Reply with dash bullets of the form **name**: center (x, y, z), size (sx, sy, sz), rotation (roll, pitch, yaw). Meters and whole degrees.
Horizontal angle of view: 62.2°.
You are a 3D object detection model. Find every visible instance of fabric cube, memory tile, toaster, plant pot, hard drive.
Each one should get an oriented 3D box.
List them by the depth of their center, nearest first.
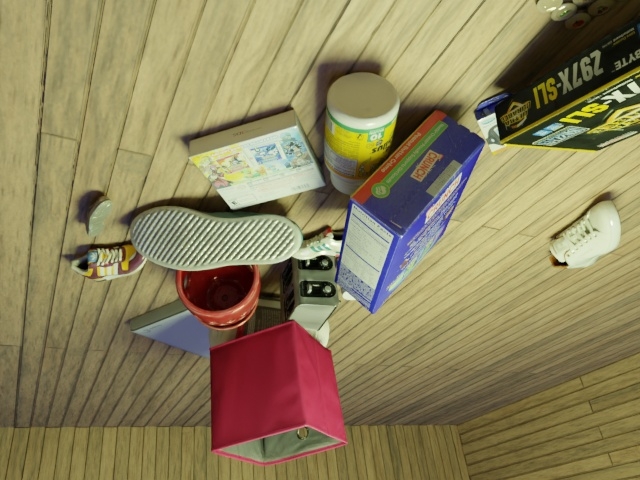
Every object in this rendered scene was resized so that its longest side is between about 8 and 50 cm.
- **memory tile**: center (0.398, -0.361, 0.757), size (0.113, 0.012, 0.148), rotation (14, 157, -32)
- **plant pot**: center (-0.232, 0.114, 1.264), size (0.190, 0.191, 0.174), rotation (-6, 155, -3)
- **fabric cube**: center (-0.109, 0.396, 1.346), size (0.253, 0.258, 0.259), rotation (-21, 144, 15)
- **toaster**: center (-0.032, 0.128, 1.350), size (0.110, 0.168, 0.186), rotation (7, 145, -18)
- **hard drive**: center (-0.368, 0.280, 1.636), size (0.232, 0.047, 0.353), rotation (-22, 145, 22)

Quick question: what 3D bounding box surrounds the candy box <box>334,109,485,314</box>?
- **candy box**: center (0.160, -0.043, 1.019), size (0.268, 0.122, 0.317), rotation (-44, 162, -25)

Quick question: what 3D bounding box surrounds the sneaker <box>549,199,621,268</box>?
- **sneaker**: center (0.665, 0.004, 1.354), size (0.122, 0.106, 0.290), rotation (-11, 150, 1)

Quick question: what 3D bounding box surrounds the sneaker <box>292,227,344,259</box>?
- **sneaker**: center (0.000, 0.000, 1.265), size (0.161, 0.057, 0.075), rotation (-2, 132, -7)

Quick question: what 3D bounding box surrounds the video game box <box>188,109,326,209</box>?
- **video game box**: center (-0.113, -0.144, 0.999), size (0.205, 0.048, 0.187), rotation (-14, 151, 10)

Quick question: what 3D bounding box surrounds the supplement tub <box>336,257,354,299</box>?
- **supplement tub**: center (0.082, 0.092, 1.368), size (0.070, 0.107, 0.071), rotation (-5, 149, -3)

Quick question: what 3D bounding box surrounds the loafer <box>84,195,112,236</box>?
- **loafer**: center (-0.459, -0.054, 1.078), size (0.045, 0.039, 0.125), rotation (-27, 165, -45)

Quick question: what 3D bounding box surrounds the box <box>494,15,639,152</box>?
- **box**: center (0.482, -0.235, 0.833), size (0.256, 0.080, 0.322), rotation (0, 167, -27)

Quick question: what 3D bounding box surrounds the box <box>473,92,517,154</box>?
- **box**: center (0.343, -0.220, 0.995), size (0.081, 0.028, 0.136), rotation (-22, 148, 23)

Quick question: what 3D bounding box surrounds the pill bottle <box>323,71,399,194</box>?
- **pill bottle**: center (0.065, -0.174, 0.920), size (0.117, 0.118, 0.208), rotation (-4, 148, -5)

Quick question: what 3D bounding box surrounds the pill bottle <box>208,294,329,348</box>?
- **pill bottle**: center (-0.142, 0.249, 1.510), size (0.318, 0.177, 0.176), rotation (11, 144, -28)

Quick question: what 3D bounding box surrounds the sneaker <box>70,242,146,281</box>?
- **sneaker**: center (-0.480, 0.045, 1.206), size (0.185, 0.070, 0.084), rotation (-22, 151, 20)

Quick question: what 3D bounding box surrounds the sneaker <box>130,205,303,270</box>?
- **sneaker**: center (-0.215, 0.000, 1.141), size (0.365, 0.136, 0.150), rotation (6, 180, 6)
